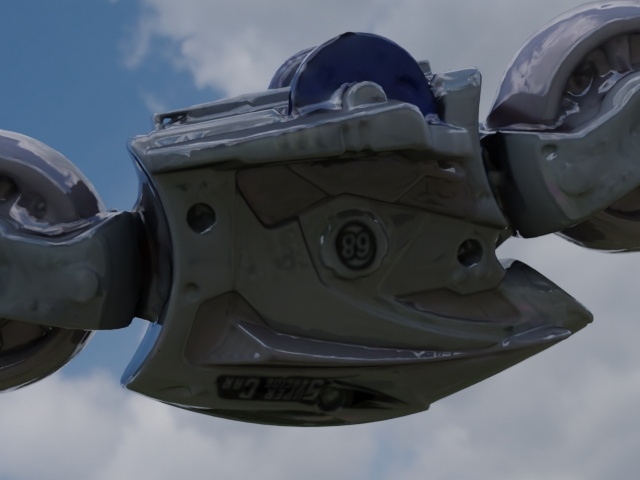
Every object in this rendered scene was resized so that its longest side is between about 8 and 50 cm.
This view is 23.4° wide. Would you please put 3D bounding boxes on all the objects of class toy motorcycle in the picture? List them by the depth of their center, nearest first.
[{"bbox_3d":[0.000,0.000,0.429,0.254,0.112,0.112,-13,-28,-7],"label":"toy motorcycle"}]
